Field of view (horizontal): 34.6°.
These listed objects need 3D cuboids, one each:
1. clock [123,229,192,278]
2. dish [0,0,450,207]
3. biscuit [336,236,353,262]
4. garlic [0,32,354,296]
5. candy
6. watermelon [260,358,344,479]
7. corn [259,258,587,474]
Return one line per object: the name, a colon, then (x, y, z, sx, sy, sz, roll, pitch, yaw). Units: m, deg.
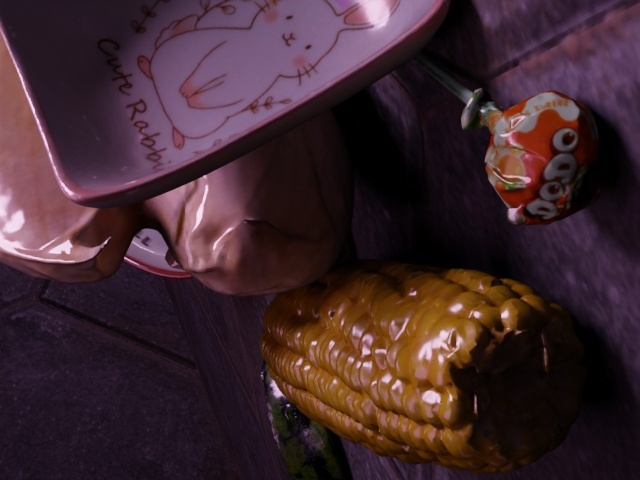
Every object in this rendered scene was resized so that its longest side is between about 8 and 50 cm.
clock: (-0.226, -0.083, 1.288, 0.318, 0.080, 0.318, 22, 142, 18)
dish: (-0.049, -0.109, 0.542, 0.151, 0.212, 0.077, 63, -177, 24)
biscuit: (-0.005, -0.009, 0.889, 0.131, 0.026, 0.237, 47, 156, 55)
garlic: (-0.115, -0.095, 0.689, 0.249, 0.286, 0.313, -36, 65, 57)
candy: (0.075, -0.061, 0.479, 0.185, 0.049, 0.056, -121, 45, -60)
watermelon: (-0.013, 0.236, 1.249, 0.119, 0.063, 0.245, -91, -20, -73)
corn: (0.041, 0.067, 0.629, 0.363, 0.120, 0.120, 166, 84, -75)
